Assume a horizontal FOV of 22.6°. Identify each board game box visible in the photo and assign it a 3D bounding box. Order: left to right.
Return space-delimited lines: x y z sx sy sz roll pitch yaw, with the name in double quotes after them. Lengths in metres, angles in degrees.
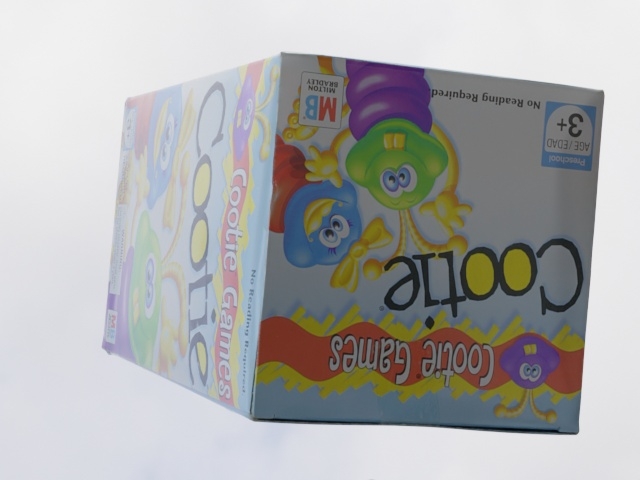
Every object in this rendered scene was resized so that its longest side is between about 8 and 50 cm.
0.000 0.000 0.744 0.144 0.275 0.142 5 -90 -19 "board game box"

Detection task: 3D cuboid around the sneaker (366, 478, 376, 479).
0.009 0.161 0.904 0.053 0.144 0.059 -3 -84 -63 "sneaker"
